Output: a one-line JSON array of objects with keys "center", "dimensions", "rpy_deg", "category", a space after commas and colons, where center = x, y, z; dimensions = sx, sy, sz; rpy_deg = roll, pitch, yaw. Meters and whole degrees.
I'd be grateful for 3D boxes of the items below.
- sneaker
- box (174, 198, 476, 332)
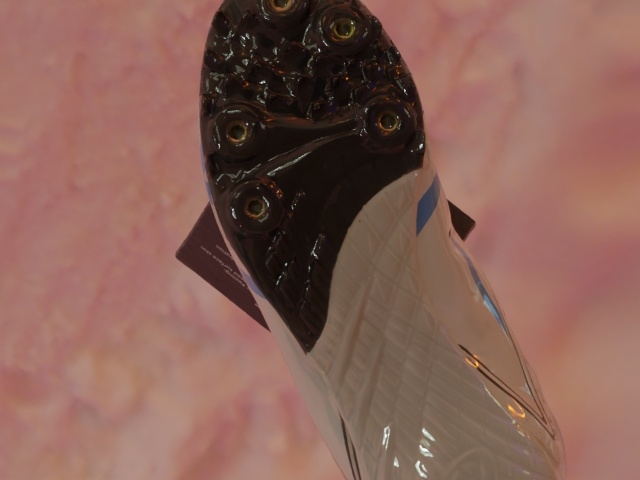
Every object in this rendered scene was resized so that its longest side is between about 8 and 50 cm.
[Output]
[{"center": [0.018, 0.016, 0.623], "dimensions": [0.085, 0.086, 0.237], "rpy_deg": [-23, 96, -3], "category": "sneaker"}, {"center": [0.000, 0.000, 1.228], "dimensions": [0.156, 0.158, 0.093], "rpy_deg": [39, 59, 0], "category": "box"}]
